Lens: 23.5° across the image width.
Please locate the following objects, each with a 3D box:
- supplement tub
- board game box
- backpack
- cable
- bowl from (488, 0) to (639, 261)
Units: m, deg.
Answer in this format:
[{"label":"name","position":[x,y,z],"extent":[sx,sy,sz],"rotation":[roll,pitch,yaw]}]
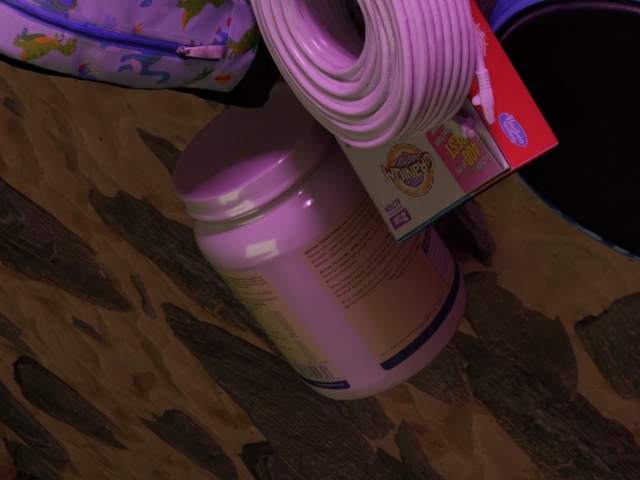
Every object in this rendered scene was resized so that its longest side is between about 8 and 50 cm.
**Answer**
[{"label":"supplement tub","position":[0.000,0.000,1.777],"extent":[0.235,0.235,0.325],"rotation":[1,136,47]},{"label":"board game box","position":[0.069,-0.177,1.496],"extent":[0.317,0.064,0.242],"rotation":[60,151,2]},{"label":"backpack","position":[-0.220,-0.269,1.460],"extent":[0.290,0.355,0.273],"rotation":[52,134,29]},{"label":"cable","position":[0.030,-0.207,1.371],"extent":[0.257,0.089,0.257],"rotation":[18,130,51]},{"label":"bowl","position":[0.320,-0.110,1.427],"extent":[0.391,0.077,0.391],"rotation":[27,150,17]}]
